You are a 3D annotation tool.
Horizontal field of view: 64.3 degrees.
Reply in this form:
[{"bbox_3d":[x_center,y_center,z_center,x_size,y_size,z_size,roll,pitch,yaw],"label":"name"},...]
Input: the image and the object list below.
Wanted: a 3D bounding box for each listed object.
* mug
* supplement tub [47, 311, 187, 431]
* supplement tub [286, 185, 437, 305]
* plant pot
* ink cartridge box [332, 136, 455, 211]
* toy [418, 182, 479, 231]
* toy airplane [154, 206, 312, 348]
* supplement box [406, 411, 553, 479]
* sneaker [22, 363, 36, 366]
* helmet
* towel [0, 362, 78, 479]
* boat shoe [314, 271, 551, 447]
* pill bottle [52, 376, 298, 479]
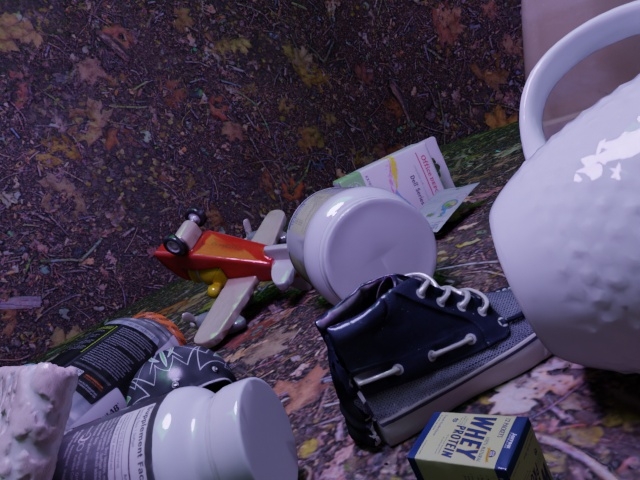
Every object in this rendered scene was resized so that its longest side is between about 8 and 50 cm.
[{"bbox_3d":[0.330,-0.066,0.469,0.328,0.374,0.276,-27,-29,28],"label":"mug"},{"bbox_3d":[-0.387,0.265,0.914,0.193,0.193,0.316,-20,12,25],"label":"supplement tub"},{"bbox_3d":[0.068,0.012,0.999,0.235,0.235,0.325,-27,11,-9],"label":"supplement tub"},{"bbox_3d":[0.470,-0.320,0.845,0.323,0.280,0.323,-24,9,4],"label":"plant pot"},{"bbox_3d":[0.243,-0.159,1.528,0.353,0.207,0.119,-26,9,-5],"label":"ink cartridge box"},{"bbox_3d":[0.312,-0.064,1.323,0.137,0.056,0.237,-7,25,50],"label":"toy"},{"bbox_3d":[-0.201,0.084,1.346,0.386,0.272,0.384,-20,46,-22],"label":"toy airplane"},{"bbox_3d":[0.129,0.187,0.401,0.083,0.083,0.056,-14,16,43],"label":"supplement box"},{"bbox_3d":[-0.571,0.341,1.006,0.124,0.178,0.295,-27,11,-13],"label":"sneaker"},{"bbox_3d":[-0.190,0.228,0.718,0.169,0.161,0.169,-23,9,4],"label":"helmet"},{"bbox_3d":[-0.342,0.286,0.490,0.053,0.332,0.317,21,-24,-37],"label":"towel"},{"bbox_3d":[0.156,0.091,0.611,0.340,0.158,0.127,-28,11,-17],"label":"boat shoe"},{"bbox_3d":[-0.176,0.256,0.554,0.278,0.162,0.162,-23,10,11],"label":"pill bottle"}]
